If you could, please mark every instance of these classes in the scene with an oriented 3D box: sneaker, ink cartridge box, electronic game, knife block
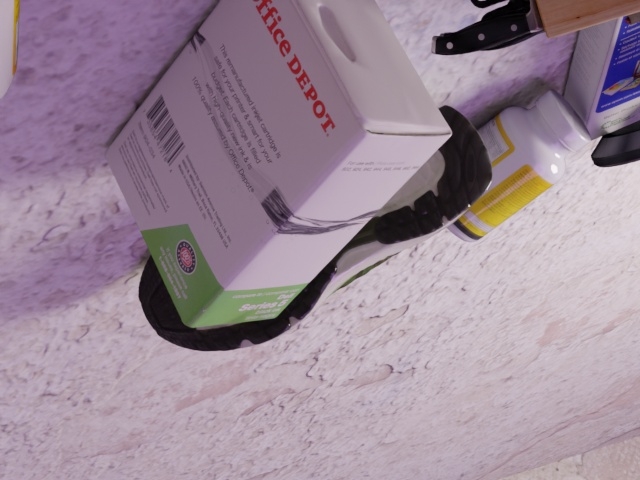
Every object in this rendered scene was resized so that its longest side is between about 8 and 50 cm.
[{"bbox_3d":[0.000,0.000,1.457,0.410,0.158,0.182,-26,174,8],"label":"sneaker"},{"bbox_3d":[0.366,-0.243,1.425,0.175,0.069,0.371,-23,158,-9],"label":"ink cartridge box"},{"bbox_3d":[-0.044,-0.083,1.145,0.114,0.198,0.273,-2,146,-45],"label":"ink cartridge box"},{"bbox_3d":[0.428,-0.136,1.574,0.229,0.048,0.229,-22,-175,2],"label":"electronic game"},{"bbox_3d":[0.227,-0.226,1.136,0.242,0.088,0.275,-21,-172,-18],"label":"knife block"}]

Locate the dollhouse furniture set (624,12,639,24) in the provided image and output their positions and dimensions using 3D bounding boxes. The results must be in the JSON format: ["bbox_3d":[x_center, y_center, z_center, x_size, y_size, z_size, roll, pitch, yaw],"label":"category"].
[{"bbox_3d":[0.371,-0.186,1.370,0.129,0.129,0.183,-22,-175,-11],"label":"dollhouse furniture set"}]

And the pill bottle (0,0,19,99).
[{"bbox_3d":[-0.259,-0.149,0.889,0.117,0.117,0.208,-17,154,-23],"label":"pill bottle"}]

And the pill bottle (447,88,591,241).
[{"bbox_3d":[0.212,-0.087,1.526,0.184,0.103,0.103,-38,154,22],"label":"pill bottle"}]
